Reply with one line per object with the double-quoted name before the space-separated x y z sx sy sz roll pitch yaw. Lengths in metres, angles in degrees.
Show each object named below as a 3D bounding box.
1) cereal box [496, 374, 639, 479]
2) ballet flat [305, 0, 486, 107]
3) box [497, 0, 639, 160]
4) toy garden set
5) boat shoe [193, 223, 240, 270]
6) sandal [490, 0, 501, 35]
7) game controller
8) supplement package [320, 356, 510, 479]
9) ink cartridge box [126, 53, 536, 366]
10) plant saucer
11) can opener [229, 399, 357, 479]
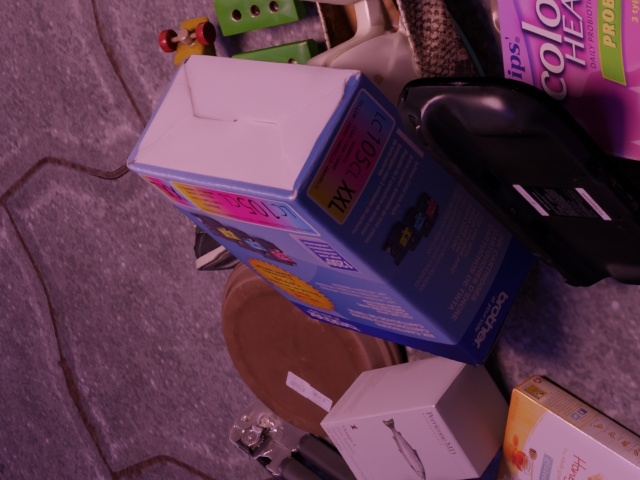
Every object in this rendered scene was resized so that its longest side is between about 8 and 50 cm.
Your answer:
"cereal box" 0.296 0.271 1.510 0.240 0.047 0.173 32 133 36
"ballet flat" 0.029 -0.252 1.420 0.164 0.182 0.482 -8 105 51
"box" 0.278 -0.187 1.210 0.243 0.117 0.213 16 122 46
"toy garden set" -0.071 -0.170 1.677 0.204 0.049 0.244 -6 109 34
"boat shoe" -0.083 -0.024 1.776 0.233 0.084 0.079 -22 67 48
"sandal" 0.172 -0.271 1.347 0.072 0.049 0.180 17 123 44
"game controller" 0.207 -0.049 1.290 0.167 0.067 0.319 -4 148 42
"supplement package" 0.110 0.205 1.615 0.179 0.105 0.105 -17 111 44
"ink cartridge box" 0.033 -0.015 1.476 0.270 0.151 0.395 13 160 47
"plant saucer" -0.019 0.138 1.779 0.278 0.041 0.277 22 131 27
"can opener" -0.008 0.306 1.901 0.283 0.076 0.095 31 164 36
